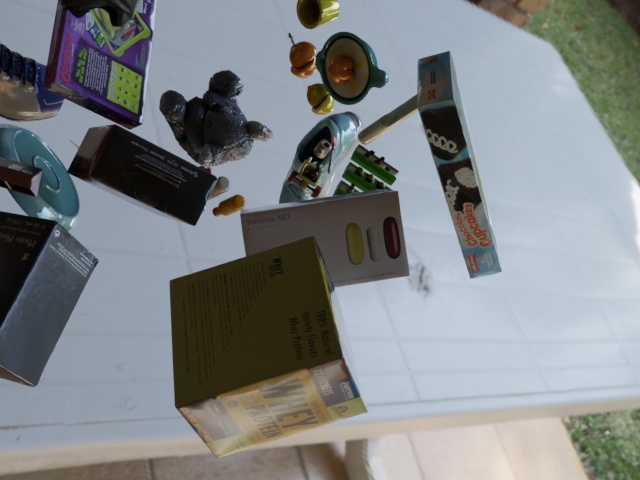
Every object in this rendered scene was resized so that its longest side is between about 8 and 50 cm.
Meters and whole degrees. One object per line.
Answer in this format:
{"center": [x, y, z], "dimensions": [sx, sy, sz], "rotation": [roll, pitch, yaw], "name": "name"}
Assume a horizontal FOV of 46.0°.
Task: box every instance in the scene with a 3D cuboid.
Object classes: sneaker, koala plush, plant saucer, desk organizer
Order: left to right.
{"center": [-0.653, -0.348, 1.496], "dimensions": [0.316, 0.182, 0.127], "rotation": [9, 62, -31], "name": "sneaker"}
{"center": [-0.513, -0.103, 1.190], "dimensions": [0.130, 0.050, 0.047], "rotation": [16, 19, -6], "name": "desk organizer"}
{"center": [-0.692, -0.158, 1.866], "dimensions": [0.317, 0.044, 0.317], "rotation": [60, 7, -11], "name": "plant saucer"}
{"center": [-0.450, -0.475, 1.347], "dimensions": [0.286, 0.130, 0.109], "rotation": [17, 7, -32], "name": "sneaker"}
{"center": [-0.211, -0.234, 1.633], "dimensions": [0.196, 0.203, 0.221], "rotation": [-27, 32, -18], "name": "koala plush"}
{"center": [-0.038, -0.200, 2.027], "dimensions": [0.135, 0.365, 0.150], "rotation": [46, 32, 23], "name": "sneaker"}

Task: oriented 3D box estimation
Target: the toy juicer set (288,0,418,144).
{"center": [0.039, -0.297, 1.430], "dimensions": [0.090, 0.209, 0.329], "rotation": [-22, 65, -42], "name": "toy juicer set"}

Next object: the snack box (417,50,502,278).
{"center": [0.225, -0.120, 1.215], "dimensions": [0.187, 0.060, 0.321], "rotation": [-79, 151, -54], "name": "snack box"}

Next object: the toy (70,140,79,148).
{"center": [-0.486, -0.171, 1.820], "dimensions": [0.237, 0.056, 0.137], "rotation": [34, -17, 30], "name": "toy"}

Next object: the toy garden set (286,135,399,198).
{"center": [0.055, -0.134, 1.545], "dimensions": [0.204, 0.049, 0.244], "rotation": [33, 44, -8], "name": "toy garden set"}

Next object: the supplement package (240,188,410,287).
{"center": [0.000, 0.000, 1.302], "dimensions": [0.204, 0.262, 0.145], "rotation": [-139, -140, -83], "name": "supplement package"}

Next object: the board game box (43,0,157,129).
{"center": [-0.439, -0.422, 1.539], "dimensions": [0.208, 0.056, 0.346], "rotation": [28, 57, -49], "name": "board game box"}

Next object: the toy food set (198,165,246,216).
{"center": [-0.301, -0.106, 1.762], "dimensions": [0.232, 0.105, 0.111], "rotation": [-4, 79, -43], "name": "toy food set"}

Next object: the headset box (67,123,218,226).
{"center": [-0.345, -0.126, 1.455], "dimensions": [0.218, 0.293, 0.110], "rotation": [27, 84, -26], "name": "headset box"}

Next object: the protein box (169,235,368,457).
{"center": [-0.069, 0.133, 0.956], "dimensions": [0.136, 0.201, 0.199], "rotation": [68, 6, -46], "name": "protein box"}

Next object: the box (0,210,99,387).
{"center": [-0.662, 0.103, 1.510], "dimensions": [0.182, 0.297, 0.293], "rotation": [61, 42, -57], "name": "box"}
